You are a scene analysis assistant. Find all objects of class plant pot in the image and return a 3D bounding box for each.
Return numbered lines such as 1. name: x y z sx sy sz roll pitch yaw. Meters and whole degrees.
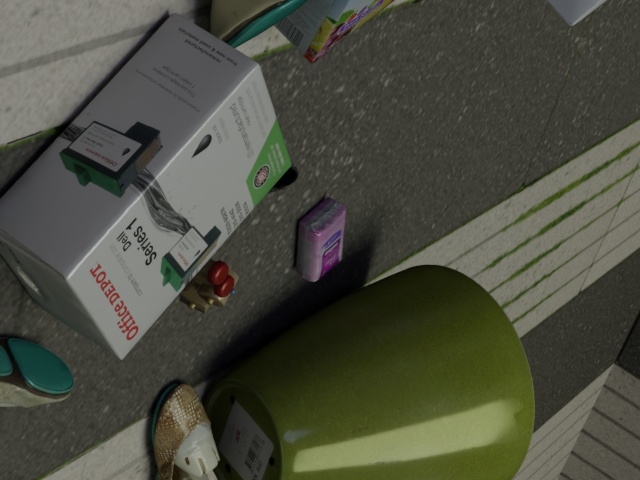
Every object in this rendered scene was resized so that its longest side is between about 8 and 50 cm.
1. plant pot: 0.031 0.183 1.619 0.293 0.275 0.274 -11 132 -40

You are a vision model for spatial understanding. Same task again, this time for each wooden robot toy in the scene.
1. wooden robot toy: -0.099 0.004 1.321 0.079 0.076 0.173 -61 160 -19

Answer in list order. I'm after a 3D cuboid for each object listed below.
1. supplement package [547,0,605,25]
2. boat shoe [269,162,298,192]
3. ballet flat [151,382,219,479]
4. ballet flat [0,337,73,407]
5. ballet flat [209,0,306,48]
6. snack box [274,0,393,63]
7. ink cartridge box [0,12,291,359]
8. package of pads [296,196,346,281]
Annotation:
1. supplement package: 0.201 -0.258 1.101 0.134 0.139 0.244 -41 179 20
2. boat shoe: -0.068 -0.060 1.329 0.142 0.040 0.049 -18 136 -57
3. ballet flat: -0.133 0.227 1.545 0.073 0.067 0.206 -41 153 -33
4. ballet flat: -0.256 0.104 1.172 0.052 0.057 0.168 -32 158 13
5. ballet flat: -0.023 -0.208 1.109 0.086 0.086 0.248 -43 -165 -30
6. snack box: 0.058 -0.258 1.205 0.174 0.070 0.207 -42 172 -32
7. ink cartridge box: -0.134 -0.037 1.155 0.219 0.092 0.160 -51 157 -16
8. package of pads: 0.000 0.000 1.560 0.050 0.032 0.083 -39 152 -31
